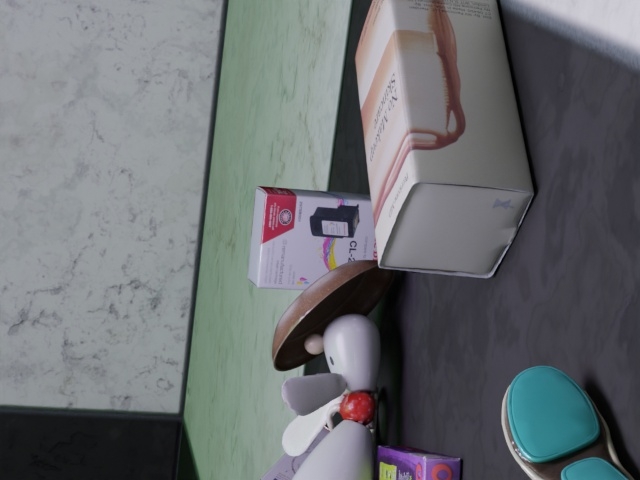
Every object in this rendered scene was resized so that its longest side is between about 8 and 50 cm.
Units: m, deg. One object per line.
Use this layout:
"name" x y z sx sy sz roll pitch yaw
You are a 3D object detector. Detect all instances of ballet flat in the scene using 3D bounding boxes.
"ballet flat" 0.208 0.197 1.255 0.248 0.086 0.086 -111 27 -61

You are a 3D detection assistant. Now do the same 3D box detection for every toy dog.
"toy dog" -0.013 0.260 1.874 0.220 0.161 0.334 91 -177 -46

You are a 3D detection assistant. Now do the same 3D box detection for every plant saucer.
"plant saucer" 0.008 0.087 1.958 0.036 0.198 0.199 50 149 18

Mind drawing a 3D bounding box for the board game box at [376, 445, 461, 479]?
"board game box" 0.101 0.410 1.743 0.208 0.056 0.347 156 117 -81

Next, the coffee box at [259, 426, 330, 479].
"coffee box" -0.045 0.369 1.998 0.246 0.098 0.141 -42 -24 -44

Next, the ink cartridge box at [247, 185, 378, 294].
"ink cartridge box" 0.000 0.000 2.041 0.072 0.175 0.127 -148 63 -73

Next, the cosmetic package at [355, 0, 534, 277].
"cosmetic package" 0.122 -0.125 1.620 0.153 0.129 0.296 110 159 -49
